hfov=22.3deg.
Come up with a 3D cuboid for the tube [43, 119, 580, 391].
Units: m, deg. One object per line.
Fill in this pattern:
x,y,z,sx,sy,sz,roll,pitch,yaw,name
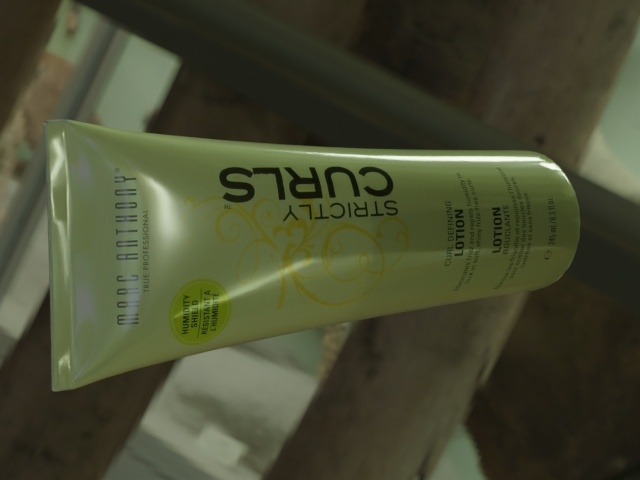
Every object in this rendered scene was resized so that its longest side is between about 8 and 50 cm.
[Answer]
0.000,0.000,0.622,0.240,0.062,0.070,-3,54,-39,tube
